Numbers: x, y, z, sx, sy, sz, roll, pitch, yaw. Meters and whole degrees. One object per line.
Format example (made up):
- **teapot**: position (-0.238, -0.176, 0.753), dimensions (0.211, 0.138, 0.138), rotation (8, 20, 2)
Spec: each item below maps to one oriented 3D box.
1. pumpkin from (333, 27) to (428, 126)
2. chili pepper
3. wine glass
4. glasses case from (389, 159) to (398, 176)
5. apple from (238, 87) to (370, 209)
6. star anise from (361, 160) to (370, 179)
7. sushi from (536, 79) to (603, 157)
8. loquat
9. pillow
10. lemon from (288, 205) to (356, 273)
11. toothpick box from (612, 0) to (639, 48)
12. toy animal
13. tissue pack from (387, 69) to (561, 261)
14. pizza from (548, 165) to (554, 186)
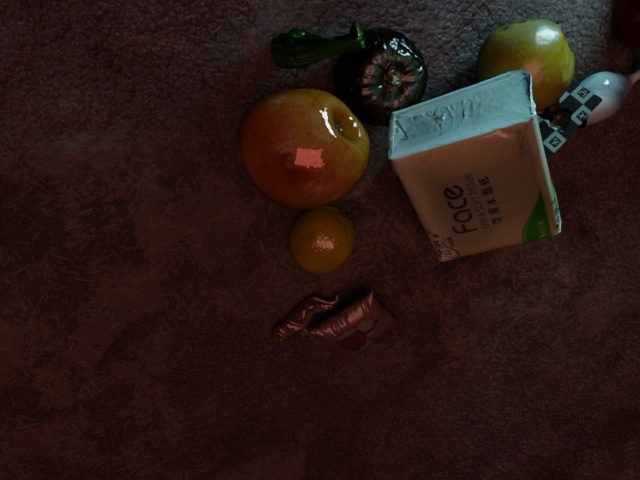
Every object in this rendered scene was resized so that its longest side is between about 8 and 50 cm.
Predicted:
- **pumpkin**: position (0.147, -0.395, 1.312), dimensions (0.238, 0.159, 0.237), rotation (-2, 108, -8)
- **chili pepper**: position (-0.012, -0.453, 1.248), dimensions (0.254, 0.099, 0.083), rotation (4, 138, 31)
- **wine glass**: position (0.771, -0.399, 1.407), dimensions (0.241, 0.126, 0.126), rotation (-29, 112, 3)
- **glasses case**: position (0.295, -0.253, 1.441), dimensions (0.233, 0.059, 0.092), rotation (-36, 110, 9)
- **apple**: position (-0.035, -0.223, 1.282), dimensions (0.275, 0.299, 0.299), rotation (-17, 115, 27)
- **star anise**: position (0.071, -0.206, 1.444), dimensions (0.141, 0.042, 0.140), rotation (-3, 114, -6)
- **sushi**: position (0.585, -0.344, 1.408), dimensions (0.215, 0.050, 0.192), rotation (46, 105, 25)
- **loquat**: position (0.491, -0.421, 1.313), dimensions (0.244, 0.244, 0.243), rotation (-2, 112, -6)
- **pillow**: position (0.108, 0.262, 1.595), dimensions (0.236, 0.084, 0.223), rotation (-39, 132, 7)
- **lemon**: position (0.000, 0.000, 1.448), dimensions (0.178, 0.178, 0.203), rotation (38, 115, -19)
- **toothpick box**: position (0.932, -0.587, 1.308), dimensions (0.334, 0.204, 0.204), rotation (-5, 112, -4)
- **toy animal**: position (-0.044, 0.234, 1.600), dimensions (0.099, 0.056, 0.241), rotation (40, 103, -19)
- **tissue pack**: position (0.386, -0.159, 1.312), dimensions (0.332, 0.205, 0.405), rotation (-13, 135, 23)
- **pizza**: position (0.624, -0.150, 1.537), dimensions (0.099, 0.035, 0.160), rotation (-16, 113, 0)
